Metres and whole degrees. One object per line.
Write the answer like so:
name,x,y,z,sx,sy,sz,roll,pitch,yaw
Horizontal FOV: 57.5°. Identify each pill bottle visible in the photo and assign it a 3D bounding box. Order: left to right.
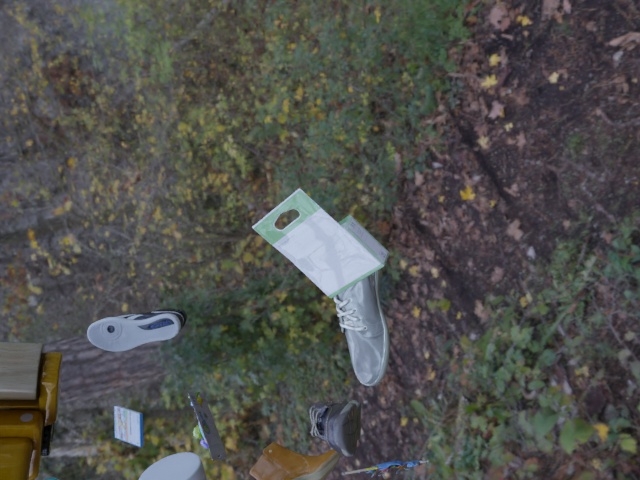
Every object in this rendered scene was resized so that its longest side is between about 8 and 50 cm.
pill bottle,-0.390,0.853,1.731,0.224,0.224,0.392,13,120,67

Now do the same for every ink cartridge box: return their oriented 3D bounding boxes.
ink cartridge box,0.000,0.000,1.201,0.235,0.056,0.171,44,131,-13

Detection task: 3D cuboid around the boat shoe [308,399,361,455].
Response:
boat shoe,0.033,0.487,1.526,0.355,0.130,0.132,60,-150,-74

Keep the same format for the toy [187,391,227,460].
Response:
toy,-0.396,0.630,1.962,0.137,0.056,0.237,53,-167,-69

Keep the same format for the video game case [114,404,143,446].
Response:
video game case,-0.698,0.673,2.119,0.166,0.015,0.119,0,91,39

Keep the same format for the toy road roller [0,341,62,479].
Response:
toy road roller,-0.650,0.388,1.183,0.240,0.203,0.329,-116,37,-55

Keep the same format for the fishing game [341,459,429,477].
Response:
fishing game,0.205,0.674,1.713,0.189,0.264,0.041,-24,63,34

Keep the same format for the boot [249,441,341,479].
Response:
boot,-0.083,0.766,2.038,0.211,0.295,0.104,31,137,32

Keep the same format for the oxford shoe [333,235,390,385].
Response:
oxford shoe,0.101,0.199,1.677,0.169,0.130,0.449,-1,95,47

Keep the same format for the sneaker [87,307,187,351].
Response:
sneaker,-0.422,0.206,1.376,0.121,0.217,0.079,-47,-49,-86

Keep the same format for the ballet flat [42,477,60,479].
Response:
ballet flat,-0.681,0.765,1.544,0.342,0.116,0.124,14,121,47
